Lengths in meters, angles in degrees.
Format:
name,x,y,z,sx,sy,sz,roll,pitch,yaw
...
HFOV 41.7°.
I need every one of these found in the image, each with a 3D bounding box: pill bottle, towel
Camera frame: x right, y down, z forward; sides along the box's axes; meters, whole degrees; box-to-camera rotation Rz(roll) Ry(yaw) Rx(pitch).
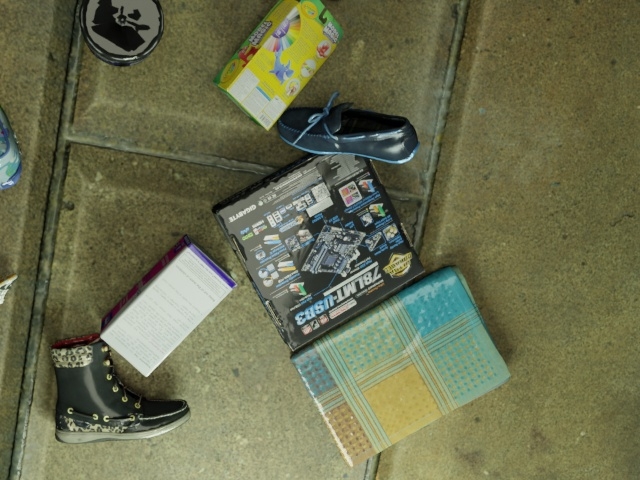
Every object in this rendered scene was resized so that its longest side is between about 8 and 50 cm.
name,x,y,z,sx,sy,sz,roll,pitch,yaw
pill bottle,-0.312,-0.335,1.314,0.122,0.219,0.123,-2,100,-14
towel,0.158,0.242,1.623,0.370,0.040,0.271,-28,104,-6

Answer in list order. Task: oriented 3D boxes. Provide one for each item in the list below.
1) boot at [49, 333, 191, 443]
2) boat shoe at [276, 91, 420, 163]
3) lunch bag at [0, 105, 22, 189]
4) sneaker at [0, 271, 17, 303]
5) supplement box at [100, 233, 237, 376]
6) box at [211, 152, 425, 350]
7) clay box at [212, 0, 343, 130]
name,x,y,z,sx,sy,sz,roll,pitch,yaw
boot,-0.353,0.254,1.466,0.236,0.085,0.179,-6,101,-7
boat shoe,0.045,-0.205,1.438,0.258,0.089,0.109,7,56,18
lunch bag,-0.589,-0.141,1.312,0.219,0.090,0.176,-24,65,-11
sneaker,-0.545,0.087,1.426,0.083,0.032,0.037,-36,119,-1
supplement box,-0.265,0.109,1.455,0.114,0.111,0.220,44,87,-16
box,0.000,0.000,1.524,0.295,0.073,0.293,-30,105,-9
clay box,-0.068,-0.314,1.440,0.222,0.053,0.127,-51,138,-3
